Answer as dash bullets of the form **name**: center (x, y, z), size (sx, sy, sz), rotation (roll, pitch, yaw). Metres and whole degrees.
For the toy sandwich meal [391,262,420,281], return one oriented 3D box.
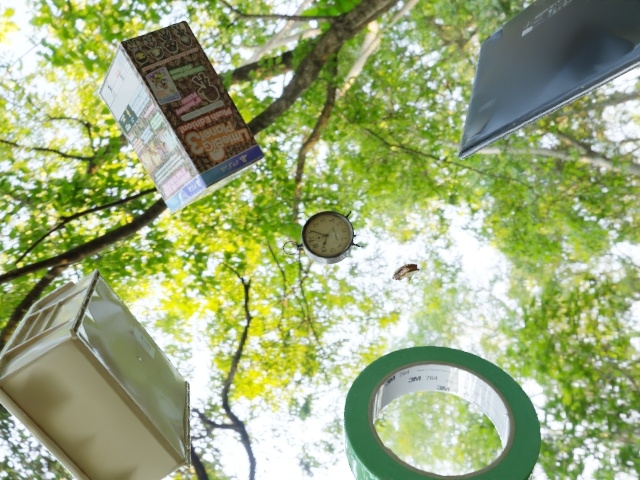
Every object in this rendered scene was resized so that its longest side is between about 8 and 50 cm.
- **toy sandwich meal**: center (0.231, 0.090, 1.531), size (0.086, 0.085, 0.029), rotation (1, -127, -41)

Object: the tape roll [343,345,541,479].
- **tape roll**: center (0.199, 0.317, 0.965), size (0.321, 0.321, 0.077), rotation (-35, -44, -39)

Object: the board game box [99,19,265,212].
- **board game box**: center (-0.278, -0.230, 1.118), size (0.141, 0.232, 0.291), rotation (-34, -81, -30)

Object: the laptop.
- **laptop**: center (0.463, -0.314, 0.906), size (0.236, 0.382, 0.407), rotation (26, -114, -19)

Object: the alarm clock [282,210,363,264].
- **alarm clock**: center (0.000, 0.000, 1.409), size (0.192, 0.064, 0.129), rotation (-13, -115, -5)

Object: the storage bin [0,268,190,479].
- **storage bin**: center (-0.316, 0.203, 0.842), size (0.123, 0.260, 0.262), rotation (-33, -69, -2)
